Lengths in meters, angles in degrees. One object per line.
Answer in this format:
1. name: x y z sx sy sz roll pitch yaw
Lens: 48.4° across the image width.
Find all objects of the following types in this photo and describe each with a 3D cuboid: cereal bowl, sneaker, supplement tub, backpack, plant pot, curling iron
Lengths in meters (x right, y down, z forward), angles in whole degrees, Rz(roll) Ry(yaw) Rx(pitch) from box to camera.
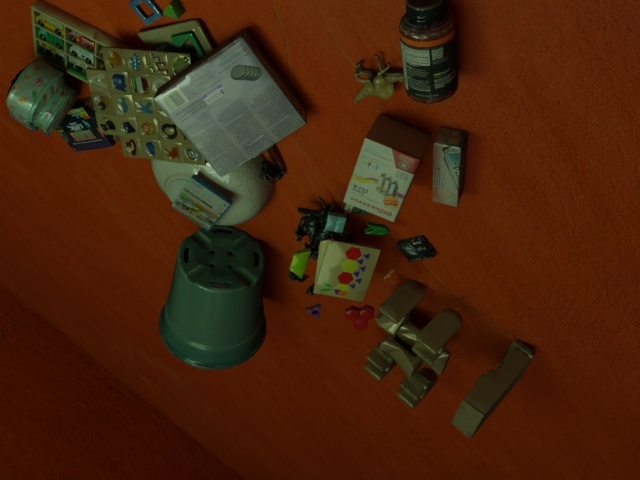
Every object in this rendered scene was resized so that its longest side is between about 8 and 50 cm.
1. cereal bowl: -0.303 -0.157 1.877 0.339 0.141 0.339 17 143 13
2. sneaker: 0.110 -0.117 1.738 0.076 0.065 0.166 13 149 -8
3. supplement tub: 0.201 -0.360 1.318 0.106 0.106 0.198 11 141 22
4. backpack: -0.716 -0.369 1.824 0.144 0.166 0.188 34 166 -3
5. plant pot: -0.312 0.156 2.142 0.341 0.341 0.334 22 137 7
6. curling iron: -0.147 -0.244 1.732 0.035 0.068 0.274 30 153 39

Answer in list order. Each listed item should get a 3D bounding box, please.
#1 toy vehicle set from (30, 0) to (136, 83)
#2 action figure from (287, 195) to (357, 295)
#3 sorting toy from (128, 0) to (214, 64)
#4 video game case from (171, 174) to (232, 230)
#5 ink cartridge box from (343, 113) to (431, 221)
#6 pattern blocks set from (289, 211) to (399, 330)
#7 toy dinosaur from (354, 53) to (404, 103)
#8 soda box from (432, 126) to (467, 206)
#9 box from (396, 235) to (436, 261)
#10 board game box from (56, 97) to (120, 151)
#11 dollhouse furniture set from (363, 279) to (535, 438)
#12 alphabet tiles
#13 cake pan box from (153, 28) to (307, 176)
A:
1. toy vehicle set: -0.584 -0.464 1.759 0.266 0.035 0.166 27 145 0
2. action figure: 0.000 0.000 1.887 0.164 0.141 0.276 26 120 16
3. sorting toy: -0.316 -0.408 1.644 0.196 0.047 0.348 1 138 32
4. video game case: -0.306 -0.093 1.823 0.119 0.015 0.166 35 144 -12
5. ink cartridge box: 0.145 -0.157 1.558 0.128 0.127 0.176 22 130 5
6. pattern blocks set: 0.063 0.079 1.834 0.285 0.026 0.325 18 120 -13
7. toy dinosaur: 0.107 -0.325 1.469 0.183 0.053 0.092 -18 127 45
8. soda box: 0.282 -0.159 1.560 0.063 0.058 0.183 14 143 19
9. box: 0.249 0.022 1.845 0.083 0.018 0.067 -13 129 43
10. board game box: -0.665 -0.320 1.986 0.170 0.048 0.141 -2 135 35
11. dollhouse furniture set: 0.362 0.320 2.041 0.394 0.256 0.362 38 149 22
12. alphabet tiles: -0.394 -0.316 1.696 0.342 0.011 0.285 8 127 15
13. cake pan box: -0.202 -0.299 1.599 0.267 0.070 0.246 -30 119 19
